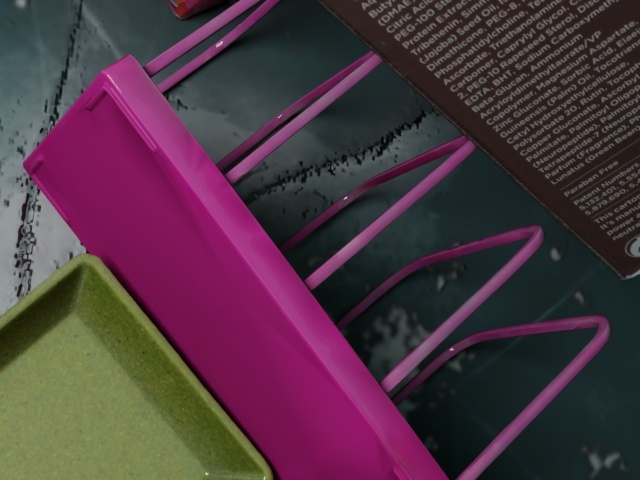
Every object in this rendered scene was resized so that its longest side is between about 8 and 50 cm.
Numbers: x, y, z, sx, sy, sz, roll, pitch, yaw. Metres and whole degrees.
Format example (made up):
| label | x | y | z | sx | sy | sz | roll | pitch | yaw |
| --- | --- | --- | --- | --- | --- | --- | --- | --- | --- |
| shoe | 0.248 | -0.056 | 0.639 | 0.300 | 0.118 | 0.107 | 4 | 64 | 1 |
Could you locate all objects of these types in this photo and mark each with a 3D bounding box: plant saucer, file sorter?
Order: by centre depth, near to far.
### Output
| label | x | y | z | sx | sy | sz | roll | pitch | yaw |
| --- | --- | --- | --- | --- | --- | --- | --- | --- | --- |
| plant saucer | -0.155 | 0.136 | 0.681 | 0.188 | 0.045 | 0.188 | -42 | 100 | -22 |
| file sorter | 0.000 | 0.000 | 0.683 | 0.182 | 0.202 | 0.291 | -40 | 99 | -25 |

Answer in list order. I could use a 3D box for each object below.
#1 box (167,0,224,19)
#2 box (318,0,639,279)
| label | x | y | z | sx | sy | sz | roll | pitch | yaw |
| --- | --- | --- | --- | --- | --- | --- | --- | --- | --- |
| box | -0.003 | -0.265 | 0.755 | 0.256 | 0.128 | 0.123 | -31 | 95 | -23 |
| box | 0.105 | -0.158 | 0.624 | 0.381 | 0.143 | 0.191 | 33 | 32 | -39 |
